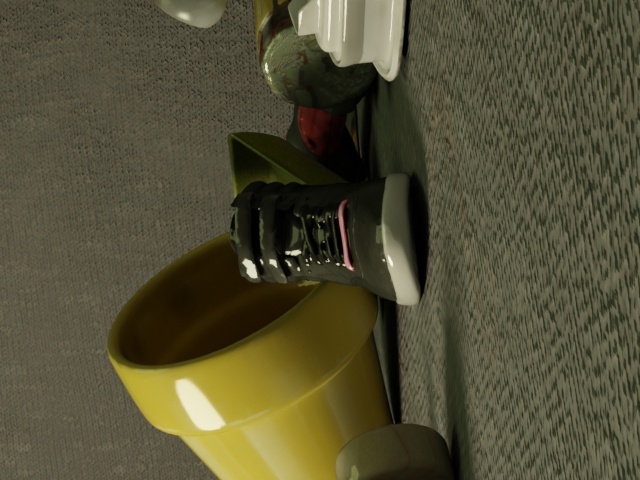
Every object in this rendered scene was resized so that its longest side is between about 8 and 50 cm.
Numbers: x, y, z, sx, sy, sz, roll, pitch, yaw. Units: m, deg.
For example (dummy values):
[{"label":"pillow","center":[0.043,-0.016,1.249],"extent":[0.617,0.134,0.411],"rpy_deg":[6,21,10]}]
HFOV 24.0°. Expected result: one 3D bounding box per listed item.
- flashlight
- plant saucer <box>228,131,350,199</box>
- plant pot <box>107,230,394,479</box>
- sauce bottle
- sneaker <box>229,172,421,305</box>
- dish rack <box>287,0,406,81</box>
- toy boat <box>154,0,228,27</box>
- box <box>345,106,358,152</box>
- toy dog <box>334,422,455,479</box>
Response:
[{"label":"flashlight","center":[0.005,-0.116,1.536],"extent":[0.103,0.103,0.304],"rpy_deg":[-59,-7,-21]},{"label":"plant saucer","center":[-0.005,-0.022,1.538],"extent":[0.045,0.188,0.188],"rpy_deg":[-46,-22,-24]},{"label":"plant pot","center":[-0.041,0.140,1.456],"extent":[0.254,0.254,0.239],"rpy_deg":[-100,-15,-66]},{"label":"sauce bottle","center":[-0.009,-0.270,1.376],"extent":[0.111,0.111,0.344],"rpy_deg":[88,179,-48]},{"label":"sneaker","center":[0.000,0.000,1.222],"extent":[0.296,0.146,0.105],"rpy_deg":[-148,56,-86]},{"label":"dish rack","center":[-0.012,-0.311,1.149],"extent":[0.285,0.072,0.333],"rpy_deg":[90,166,-53]},{"label":"toy boat","center":[-0.118,-0.342,1.399],"extent":[0.267,0.148,0.318],"rpy_deg":[130,161,-61]},{"label":"box","center":[0.001,-0.215,1.728],"extent":[0.063,0.067,0.324],"rpy_deg":[173,93,-87]},{"label":"toy dog","center":[0.021,0.283,1.090],"extent":[0.220,0.161,0.334],"rpy_deg":[-98,4,-58]}]
